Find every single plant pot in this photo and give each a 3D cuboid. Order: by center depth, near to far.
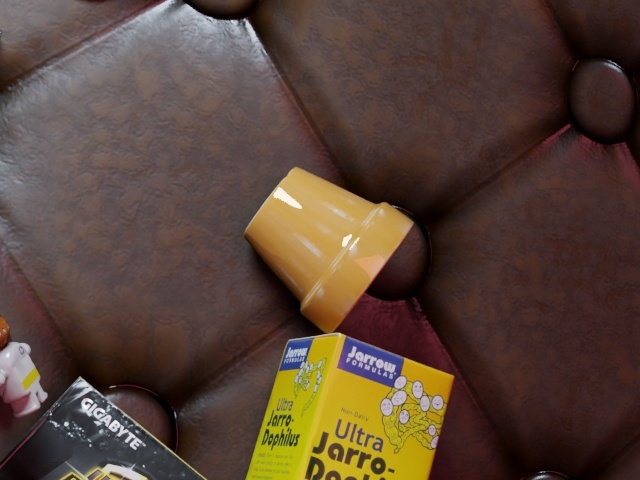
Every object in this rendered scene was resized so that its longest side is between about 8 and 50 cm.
[{"bbox_3d":[0.000,0.000,1.833,0.188,0.205,0.205,37,69,2],"label":"plant pot"}]

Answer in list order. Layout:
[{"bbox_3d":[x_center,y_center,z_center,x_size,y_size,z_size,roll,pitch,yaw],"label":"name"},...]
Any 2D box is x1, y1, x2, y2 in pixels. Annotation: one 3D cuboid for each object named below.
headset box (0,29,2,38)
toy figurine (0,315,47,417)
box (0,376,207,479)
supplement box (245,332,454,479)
[{"bbox_3d":[-0.481,-0.266,1.729,0.083,0.032,0.062,17,77,-23],"label":"headset box"},{"bbox_3d":[-0.466,0.174,1.578,0.213,0.209,0.148,-33,107,-26],"label":"toy figurine"},{"bbox_3d":[-0.275,0.374,1.644,0.322,0.079,0.257,37,70,12],"label":"box"},{"bbox_3d":[0.022,0.331,1.785,0.194,0.195,0.357,22,74,-20],"label":"supplement box"}]
